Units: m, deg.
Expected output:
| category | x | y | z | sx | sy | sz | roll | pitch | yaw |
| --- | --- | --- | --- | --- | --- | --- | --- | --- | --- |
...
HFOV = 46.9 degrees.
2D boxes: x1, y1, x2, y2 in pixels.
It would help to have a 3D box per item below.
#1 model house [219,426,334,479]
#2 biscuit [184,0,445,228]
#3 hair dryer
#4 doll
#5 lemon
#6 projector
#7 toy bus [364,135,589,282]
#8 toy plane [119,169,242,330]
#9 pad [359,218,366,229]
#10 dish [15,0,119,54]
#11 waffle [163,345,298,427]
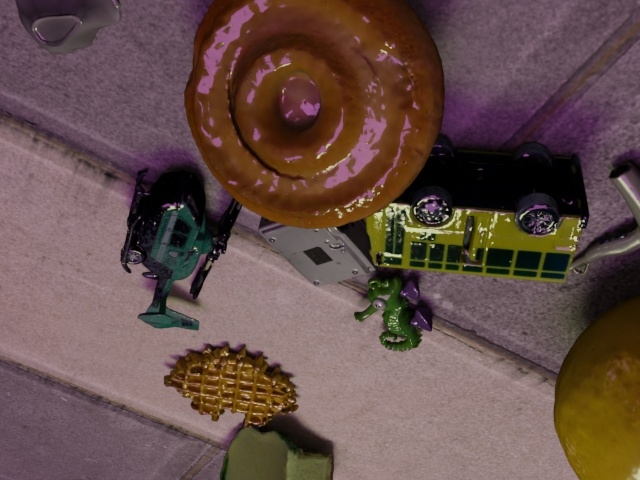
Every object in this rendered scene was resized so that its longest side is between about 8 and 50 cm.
| category | x | y | z | sx | sy | sz | roll | pitch | yaw |
| --- | --- | --- | --- | --- | --- | --- | --- | --- | --- |
| model house | -0.078 | 0.492 | 1.546 | 0.189 | 0.195 | 0.214 | 18 | 158 | -42 |
| biscuit | -0.016 | -0.150 | 0.799 | 0.296 | 0.102 | 0.296 | 8 | 113 | 19 |
| hair dryer | 0.380 | -0.024 | 0.965 | 0.199 | 0.067 | 0.167 | -9 | 125 | 42 |
| doll | 0.117 | 0.120 | 1.168 | 0.115 | 0.050 | 0.190 | -12 | 134 | 19 |
| lemon | 0.485 | 0.221 | 0.985 | 0.348 | 0.348 | 0.348 | 7 | 137 | 7 |
| projector | 0.000 | 0.000 | 1.053 | 0.115 | 0.061 | 0.147 | -18 | 133 | 31 |
| toy bus | 0.184 | -0.034 | 0.926 | 0.262 | 0.128 | 0.150 | 5 | 134 | 7 |
| toy plane | -0.221 | 0.021 | 1.115 | 0.155 | 0.106 | 0.381 | 12 | 133 | -16 |
| pad | 0.058 | -0.054 | 1.030 | 0.188 | 0.006 | 0.113 | 23 | 135 | -13 |
| dish | -0.304 | -0.261 | 0.877 | 0.137 | 0.039 | 0.091 | -8 | 133 | 24 |
| waffle | -0.164 | 0.284 | 1.409 | 0.232 | 0.051 | 0.228 | -24 | 123 | 32 |
